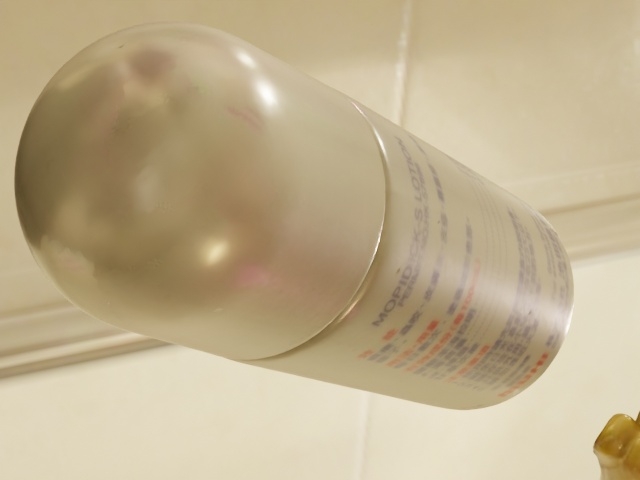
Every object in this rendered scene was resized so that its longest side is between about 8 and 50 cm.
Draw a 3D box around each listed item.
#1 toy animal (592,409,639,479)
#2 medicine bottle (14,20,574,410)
[{"bbox_3d":[0.154,0.079,0.347,0.159,0.070,0.083,25,-20,29],"label":"toy animal"},{"bbox_3d":[0.000,0.000,0.627,0.130,0.341,0.130,-7,-105,29],"label":"medicine bottle"}]
